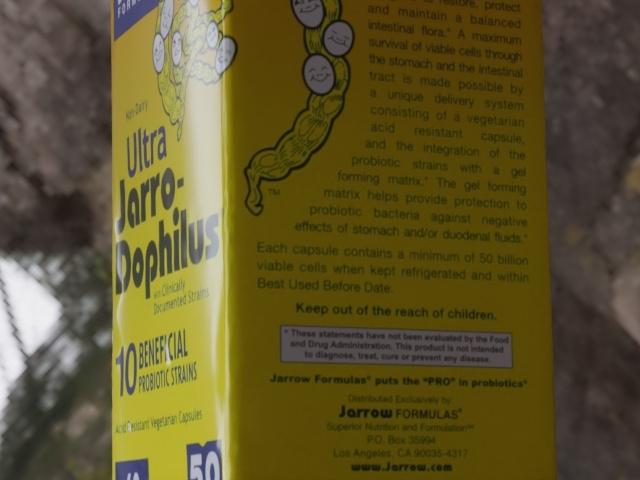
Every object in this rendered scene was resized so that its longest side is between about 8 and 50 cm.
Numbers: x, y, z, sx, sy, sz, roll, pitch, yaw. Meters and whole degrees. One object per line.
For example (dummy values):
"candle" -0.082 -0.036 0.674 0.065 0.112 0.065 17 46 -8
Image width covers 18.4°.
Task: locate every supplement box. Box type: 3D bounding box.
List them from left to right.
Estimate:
"supplement box" 0.000 0.000 1.124 0.195 0.356 0.194 3 170 -24
